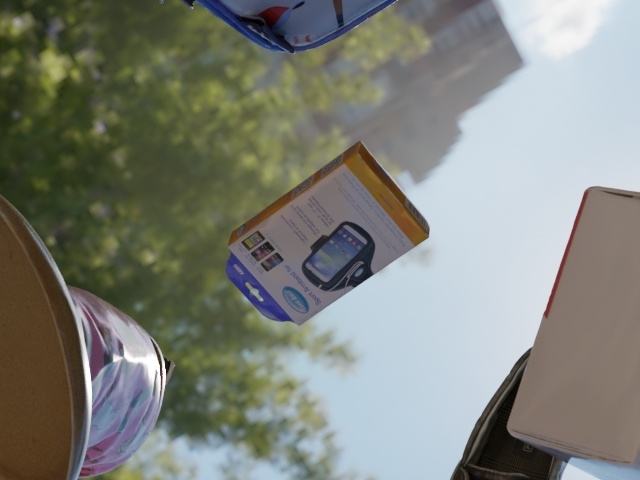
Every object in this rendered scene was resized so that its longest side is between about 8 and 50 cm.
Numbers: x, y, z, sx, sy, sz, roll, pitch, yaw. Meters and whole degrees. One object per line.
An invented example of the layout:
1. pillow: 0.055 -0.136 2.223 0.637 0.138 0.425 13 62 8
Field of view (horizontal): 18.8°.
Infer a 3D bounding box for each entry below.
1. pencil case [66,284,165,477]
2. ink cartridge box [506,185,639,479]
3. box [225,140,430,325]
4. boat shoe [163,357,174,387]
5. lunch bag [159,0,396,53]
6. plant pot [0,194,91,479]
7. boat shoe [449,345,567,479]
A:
1. pencil case: -0.233 0.107 1.518 0.167 0.160 0.386 -60 172 -5
2. ink cartridge box: 0.313 0.111 1.672 0.131 0.306 0.226 11 -101 39
3. box: 0.000 0.000 1.358 0.136 0.081 0.028 -34 -163 22
4. boat shoe: -0.200 0.168 1.995 0.125 0.038 0.046 -53 -165 -5
5. lunch bag: 0.016 -0.249 1.216 0.303 0.115 0.243 -33 152 14
6. plant pot: -0.207 0.065 1.203 0.032 0.236 0.236 -17 -173 -36
7. boat shoe: 0.161 0.242 1.804 0.121 0.119 0.335 8 -122 20
